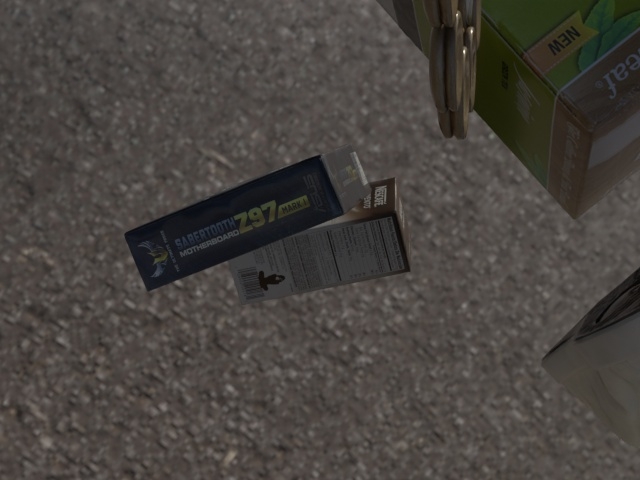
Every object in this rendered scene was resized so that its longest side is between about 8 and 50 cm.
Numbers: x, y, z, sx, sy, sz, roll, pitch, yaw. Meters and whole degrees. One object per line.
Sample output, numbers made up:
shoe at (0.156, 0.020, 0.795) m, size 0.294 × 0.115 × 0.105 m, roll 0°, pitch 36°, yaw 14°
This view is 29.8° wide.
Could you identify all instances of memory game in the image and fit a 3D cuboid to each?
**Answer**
memory game at (0.053, -0.131, 0.462) m, size 0.012 × 0.186 × 0.186 m, roll 2°, pitch 30°, yaw 11°

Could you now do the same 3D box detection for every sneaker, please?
sneaker at (0.240, 0.083, 0.827) m, size 0.123 × 0.106 × 0.290 m, roll 47°, pitch -6°, yaw 11°

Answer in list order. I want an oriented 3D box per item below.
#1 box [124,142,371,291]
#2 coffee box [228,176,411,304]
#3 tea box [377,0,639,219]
box at (-0.057, -0.027, 1.097) m, size 0.232 × 0.183 × 0.059 m, roll -36°, pitch 104°, yaw -79°
coffee box at (0.000, 0.000, 1.717) m, size 0.141 × 0.246 × 0.098 m, roll -83°, pitch 159°, yaw -66°
tea box at (0.228, -0.257, 0.950) m, size 0.323 × 0.329 × 0.220 m, roll 50°, pitch -3°, yaw 17°
